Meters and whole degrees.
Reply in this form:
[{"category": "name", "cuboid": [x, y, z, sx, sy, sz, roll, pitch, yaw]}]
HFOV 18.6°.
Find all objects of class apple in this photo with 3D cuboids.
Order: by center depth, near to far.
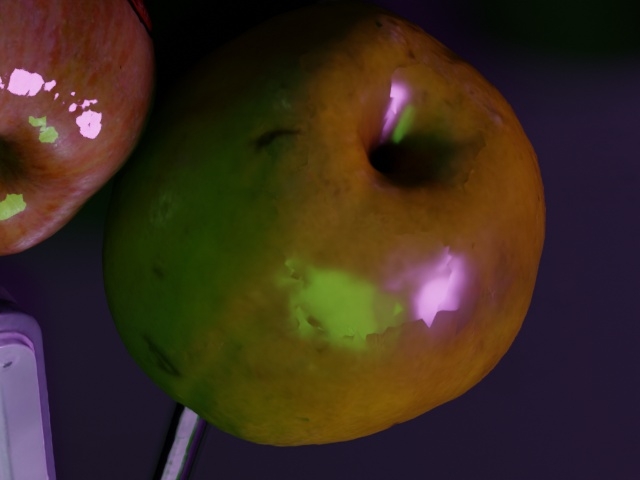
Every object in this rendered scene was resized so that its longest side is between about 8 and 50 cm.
[{"category": "apple", "cuboid": [-0.119, -0.055, 0.626, 0.126, 0.102, 0.126, -3, 139, -3]}]

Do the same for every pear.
[{"category": "pear", "cuboid": [0.000, 0.000, 0.672, 0.148, 0.149, 0.162, 11, 145, -18]}]

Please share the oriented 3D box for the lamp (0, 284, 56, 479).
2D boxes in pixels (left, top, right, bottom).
[{"category": "lamp", "cuboid": [-0.230, 0.157, 0.810, 0.269, 0.047, 0.266, -28, 145, -25]}]
